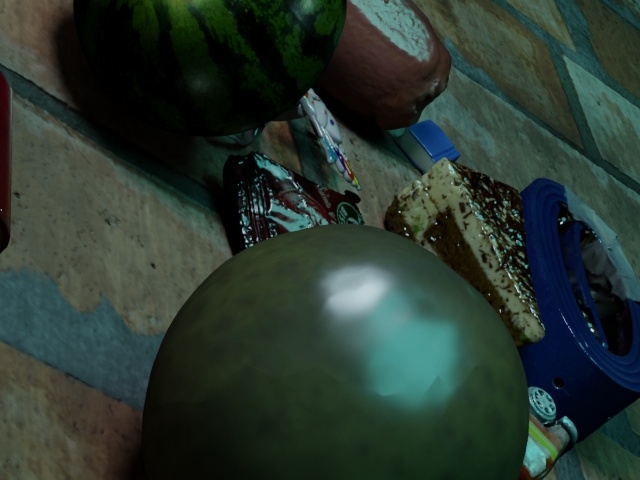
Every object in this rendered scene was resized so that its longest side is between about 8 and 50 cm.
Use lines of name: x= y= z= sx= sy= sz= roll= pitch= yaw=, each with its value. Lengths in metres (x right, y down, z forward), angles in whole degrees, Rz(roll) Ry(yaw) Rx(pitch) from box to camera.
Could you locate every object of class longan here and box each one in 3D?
longan: x=0.012 y=0.137 z=1.505 sx=0.319 sy=0.319 sz=0.319 roll=37 pitch=27 yaw=-22

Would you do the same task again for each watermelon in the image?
watermelon: x=-0.107 y=-0.225 z=1.856 sx=0.269 sy=0.269 sz=0.269 roll=37 pitch=27 yaw=-22

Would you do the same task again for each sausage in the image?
sausage: x=0.034 y=-0.249 z=2.255 sx=0.280 sy=0.152 sz=0.152 roll=45 pitch=25 yaw=-9

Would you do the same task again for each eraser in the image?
eraser: x=0.133 y=-0.114 z=2.358 sx=0.063 sy=0.027 sz=0.084 roll=50 pitch=25 yaw=7

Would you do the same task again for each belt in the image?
belt: x=0.281 y=0.078 z=2.212 sx=0.212 sy=0.117 sz=0.347 roll=34 pitch=28 yaw=-25

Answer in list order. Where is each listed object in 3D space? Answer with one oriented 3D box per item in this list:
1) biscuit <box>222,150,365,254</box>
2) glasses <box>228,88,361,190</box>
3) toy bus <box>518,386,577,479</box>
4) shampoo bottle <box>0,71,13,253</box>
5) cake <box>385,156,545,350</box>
biscuit: x=-0.003 y=-0.005 z=1.941 sx=0.235 sy=0.063 sz=0.151 roll=24 pitch=42 yaw=-48
glasses: x=-0.027 y=-0.114 z=2.041 sx=0.162 sy=0.095 sz=0.255 roll=46 pitch=7 yaw=-13
toy bus: x=0.113 y=0.145 z=1.850 sx=0.265 sy=0.121 sz=0.120 roll=47 pitch=34 yaw=-3
shampoo bottle: x=-0.300 y=-0.096 z=1.584 sx=0.102 sy=0.064 sz=0.260 roll=32 pitch=29 yaw=-30
cake: x=0.152 y=0.024 z=2.093 sx=0.135 sy=0.112 sz=0.246 roll=32 pitch=32 yaw=-25
